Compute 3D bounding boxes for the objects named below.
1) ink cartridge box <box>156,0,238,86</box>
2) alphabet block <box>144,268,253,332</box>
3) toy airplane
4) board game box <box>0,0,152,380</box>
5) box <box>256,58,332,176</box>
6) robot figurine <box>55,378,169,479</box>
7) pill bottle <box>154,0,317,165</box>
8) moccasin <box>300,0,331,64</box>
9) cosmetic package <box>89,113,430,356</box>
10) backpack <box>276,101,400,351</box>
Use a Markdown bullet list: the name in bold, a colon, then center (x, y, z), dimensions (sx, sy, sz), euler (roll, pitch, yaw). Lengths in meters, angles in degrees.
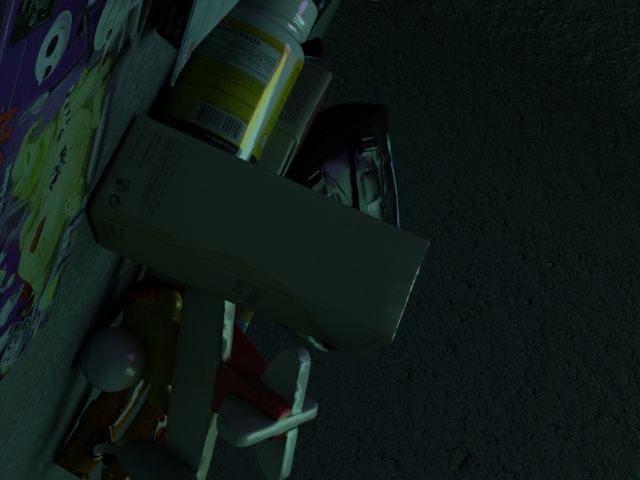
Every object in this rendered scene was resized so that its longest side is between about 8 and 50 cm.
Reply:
- **ink cartridge box**: center (-0.074, -0.269, 0.729), dimensions (0.224, 0.045, 0.223), euler (-67, -177, -49)
- **alphabet block**: center (-0.200, 0.074, 1.609), dimensions (0.197, 0.193, 0.192), euler (-67, -175, -35)
- **toy airplane**: center (-0.184, 0.174, 1.221), dimensions (0.384, 0.272, 0.386), euler (-41, -126, 53)
- **board game box**: center (-0.175, -0.031, 0.504), dimensions (0.347, 0.056, 0.208), euler (-63, 179, 31)
- **box**: center (-0.091, -0.158, 1.158), dimensions (0.232, 0.148, 0.127), euler (-68, -176, -58)
- **robot figurine**: center (-0.290, 0.273, 1.463), dimensions (0.291, 0.211, 0.085), euler (-57, 147, -17)
- **pill bottle**: center (-0.089, -0.177, 0.971), dimensions (0.119, 0.119, 0.208), euler (134, -19, -82)
- **moccasin**: center (-0.049, -0.318, 1.465), dimensions (0.138, 0.117, 0.342), euler (-68, -176, -48)
- **cosmetic package**: center (-0.065, 0.003, 0.915), dimensions (0.160, 0.309, 0.113), euler (122, -8, -74)
- **backpack**: center (0.000, 0.000, 1.414), dimensions (0.273, 0.355, 0.290), euler (9, -139, 48)
